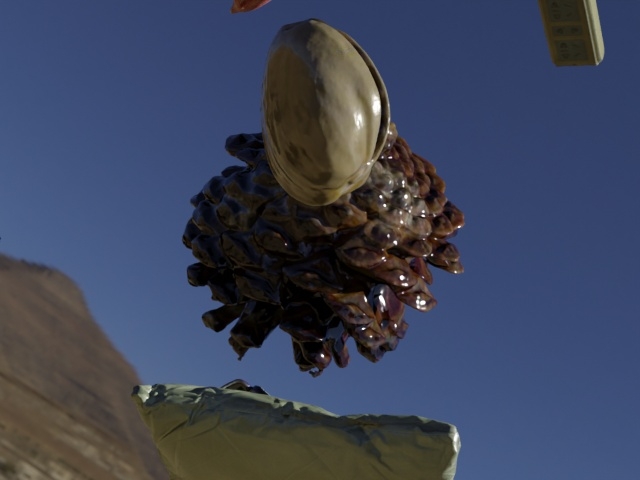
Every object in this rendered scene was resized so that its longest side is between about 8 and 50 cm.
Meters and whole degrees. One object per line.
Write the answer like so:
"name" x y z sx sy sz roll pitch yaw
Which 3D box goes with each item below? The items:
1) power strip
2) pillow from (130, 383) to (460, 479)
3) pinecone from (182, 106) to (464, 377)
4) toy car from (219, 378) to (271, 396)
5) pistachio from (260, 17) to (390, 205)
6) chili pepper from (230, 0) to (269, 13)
"power strip" 0.399 -0.431 1.935 0.092 0.066 0.387 3 -37 26
"pillow" -0.008 0.228 1.033 0.274 0.076 0.281 6 -44 15
"pinecone" 0.000 0.004 1.236 0.298 0.296 0.242 48 3 31
"toy car" -0.091 0.324 1.713 0.235 0.172 0.158 44 -9 6
"pistachio" 0.001 -0.105 0.942 0.113 0.113 0.149 140 -63 -72
"chili pepper" -0.047 -0.331 1.359 0.059 0.050 0.191 41 -58 -6
